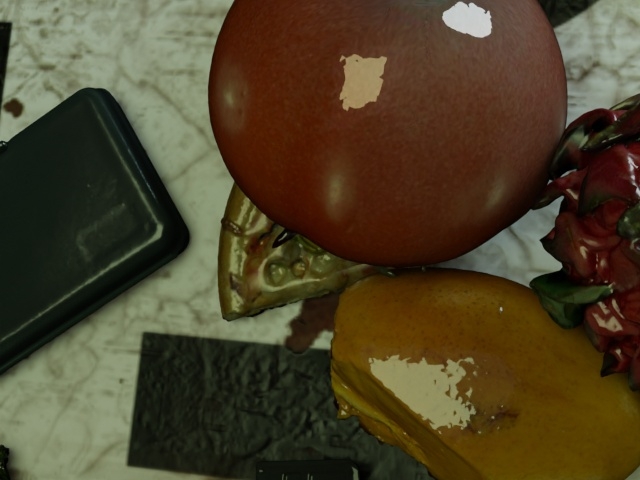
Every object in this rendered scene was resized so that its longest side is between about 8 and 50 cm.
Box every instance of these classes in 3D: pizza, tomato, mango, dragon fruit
[{"bbox_3d":[0.000,0.000,1.458,0.176,0.036,0.184,31,93,20],"label":"pizza"},{"bbox_3d":[0.048,-0.104,1.344,0.256,0.256,0.224,24,134,20],"label":"tomato"},{"bbox_3d":[0.118,0.104,1.356,0.252,0.126,0.153,19,69,12],"label":"mango"},{"bbox_3d":[0.284,-0.020,1.273,0.293,0.234,0.233,-31,72,-11],"label":"dragon fruit"}]

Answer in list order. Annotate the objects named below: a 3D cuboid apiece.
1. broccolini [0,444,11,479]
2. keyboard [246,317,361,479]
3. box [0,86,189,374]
[{"bbox_3d":[-0.227,0.251,1.505,0.042,0.044,0.218,-29,79,-3],"label":"broccolini"},{"bbox_3d":[-0.012,0.249,1.424,0.103,0.041,0.381,-5,87,31],"label":"keyboard"},{"bbox_3d":[-0.231,-0.002,1.530,0.230,0.050,0.160,-33,74,12],"label":"box"}]
